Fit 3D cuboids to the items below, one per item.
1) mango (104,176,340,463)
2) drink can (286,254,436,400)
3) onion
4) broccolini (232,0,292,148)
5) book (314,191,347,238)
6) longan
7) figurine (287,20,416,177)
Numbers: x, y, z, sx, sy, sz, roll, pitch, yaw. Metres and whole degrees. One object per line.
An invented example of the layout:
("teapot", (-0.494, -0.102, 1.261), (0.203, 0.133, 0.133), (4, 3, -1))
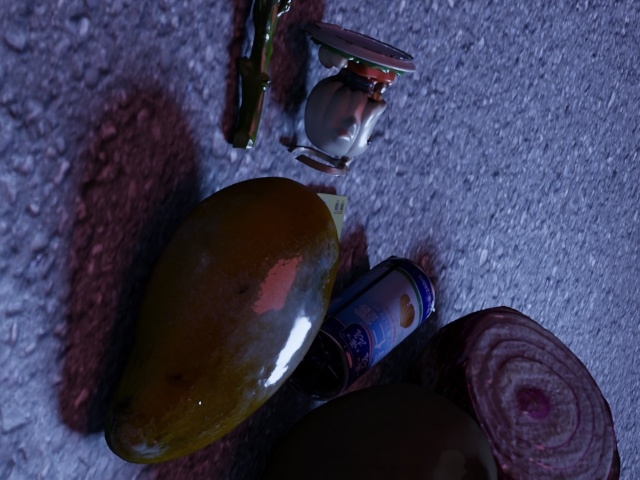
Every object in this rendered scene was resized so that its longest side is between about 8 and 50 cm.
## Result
("mango", (-0.094, 0.082, 1.432), (0.316, 0.146, 0.193), (-59, 138, -14))
("drink can", (0.047, 0.101, 1.770), (0.235, 0.097, 0.097), (-34, 131, -55))
("onion", (0.235, 0.278, 2.022), (0.282, 0.337, 0.260), (-8, 154, -36))
("broccolini", (-0.052, -0.194, 1.481), (0.067, 0.058, 0.216), (-12, 113, -65))
("book", (-0.001, 0.000, 1.718), (0.077, 0.014, 0.111), (4, 97, -62))
("longan", (0.069, 0.307, 1.702), (0.297, 0.297, 0.297), (-36, 133, -53))
("figurine", (0.018, -0.145, 1.599), (0.132, 0.132, 0.154), (-7, 120, -62))
